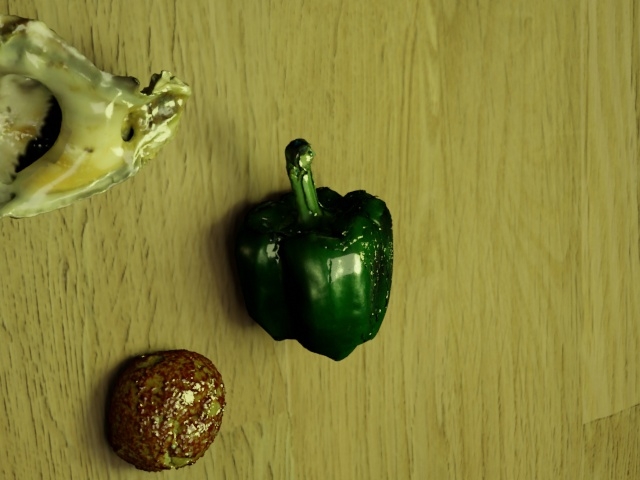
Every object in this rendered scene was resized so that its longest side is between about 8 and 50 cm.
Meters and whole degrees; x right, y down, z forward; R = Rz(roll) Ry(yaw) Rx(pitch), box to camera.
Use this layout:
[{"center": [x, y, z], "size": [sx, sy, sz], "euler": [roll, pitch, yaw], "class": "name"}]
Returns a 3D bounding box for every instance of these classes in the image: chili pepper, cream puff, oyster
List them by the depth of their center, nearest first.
[{"center": [-0.293, -0.119, 1.589], "size": [0.275, 0.100, 0.271], "euler": [-49, 124, -3], "class": "oyster"}, {"center": [-0.163, 0.193, 1.774], "size": [0.149, 0.084, 0.149], "euler": [-10, 108, -34], "class": "cream puff"}, {"center": [0.000, 0.000, 1.796], "size": [0.165, 0.174, 0.261], "euler": [-19, 118, -38], "class": "chili pepper"}]
